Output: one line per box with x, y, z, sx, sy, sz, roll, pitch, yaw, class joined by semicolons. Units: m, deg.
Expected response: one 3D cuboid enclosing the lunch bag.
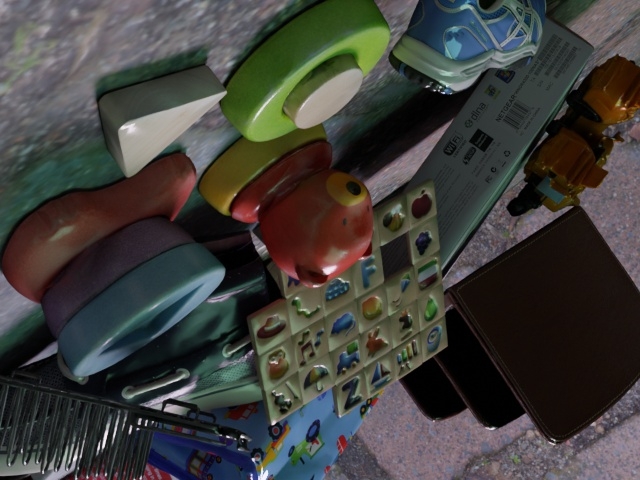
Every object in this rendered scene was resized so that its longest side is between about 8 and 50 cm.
-0.111;0.149;1.051;0.221;0.293;0.138;-50;140;-32;lunch bag

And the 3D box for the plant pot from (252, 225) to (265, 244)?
0.000;0.000;1.131;0.109;0.096;0.109;-36;172;3;plant pot

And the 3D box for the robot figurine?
0.304;-0.111;1.134;0.211;0.085;0.291;-55;171;2;robot figurine

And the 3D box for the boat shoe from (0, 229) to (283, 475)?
-0.191;0.093;0.886;0.341;0.127;0.158;-16;126;-11;boat shoe

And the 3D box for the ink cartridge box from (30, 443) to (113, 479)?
-0.264;0.224;1.392;0.324;0.071;0.330;-30;173;-38;ink cartridge box

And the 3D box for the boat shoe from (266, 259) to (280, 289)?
-0.096;0.090;1.279;0.079;0.084;0.233;-45;171;34;boat shoe

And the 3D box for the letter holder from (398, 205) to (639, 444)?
0.255;0.123;1.171;0.302;0.214;0.152;-27;169;-43;letter holder

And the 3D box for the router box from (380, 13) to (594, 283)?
0.176;-0.073;1.150;0.335;0.082;0.301;-55;171;-1;router box

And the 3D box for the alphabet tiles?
0.033;0.072;0.926;0.237;0.009;0.198;-27;123;-32;alphabet tiles

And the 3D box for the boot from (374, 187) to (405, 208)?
0.090;-0.009;1.577;0.247;0.083;0.161;-30;178;-9;boot

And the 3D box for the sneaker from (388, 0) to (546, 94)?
0.132;-0.178;0.744;0.211;0.080;0.081;-41;158;-51;sneaker

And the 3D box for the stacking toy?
-0.051;-0.021;0.692;0.309;0.130;0.279;-31;170;-35;stacking toy

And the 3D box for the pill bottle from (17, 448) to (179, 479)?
-0.328;0.440;1.544;0.408;0.229;0.229;-20;164;-28;pill bottle

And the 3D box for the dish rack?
-0.187;0.139;0.714;0.208;0.272;0.074;101;1;-79;dish rack
